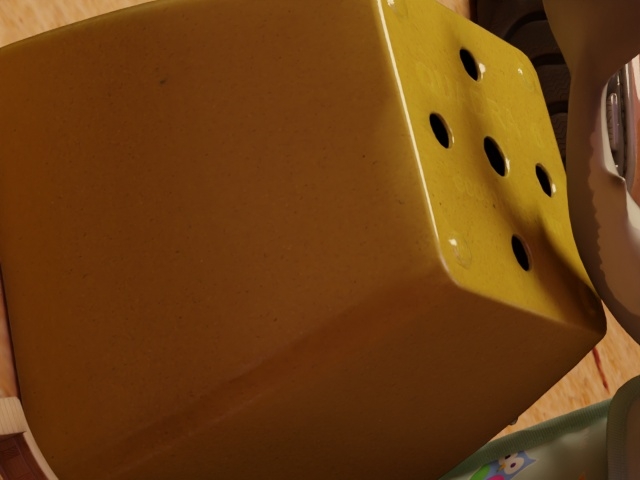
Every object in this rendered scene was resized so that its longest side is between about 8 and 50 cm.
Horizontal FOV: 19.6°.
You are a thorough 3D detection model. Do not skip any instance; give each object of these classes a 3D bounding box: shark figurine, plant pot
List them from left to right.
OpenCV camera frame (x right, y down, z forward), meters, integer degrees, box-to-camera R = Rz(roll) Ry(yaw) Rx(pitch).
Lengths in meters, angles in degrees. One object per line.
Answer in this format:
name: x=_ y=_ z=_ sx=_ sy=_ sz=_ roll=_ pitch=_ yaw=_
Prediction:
plant pot: x=0.000 y=0.000 z=0.811 sx=0.212 sy=0.187 sz=0.212 roll=20 pitch=52 yaw=-53
shark figurine: x=0.153 y=0.006 z=0.810 sx=0.278 sy=0.166 sz=0.116 roll=44 pitch=0 yaw=-20

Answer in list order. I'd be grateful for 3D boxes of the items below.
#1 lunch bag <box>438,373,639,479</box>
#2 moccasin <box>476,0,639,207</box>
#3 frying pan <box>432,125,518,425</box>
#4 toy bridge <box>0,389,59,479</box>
lunch bag: x=0.157 y=0.188 z=0.851 sx=0.160 sy=0.262 sz=0.223 roll=42 pitch=36 yaw=-36
moccasin: x=0.183 y=-0.152 z=1.316 sx=0.147 sy=0.139 sz=0.380 roll=29 pitch=34 yaw=-35
frying pan: x=0.043 y=-0.050 z=0.961 sx=0.197 sy=0.053 sz=0.326 roll=-116 pitch=-171 yaw=-69
toy bridge: x=-0.097 y=0.145 z=0.702 sx=0.063 sy=0.026 sz=0.188 roll=2 pitch=66 yaw=-62
